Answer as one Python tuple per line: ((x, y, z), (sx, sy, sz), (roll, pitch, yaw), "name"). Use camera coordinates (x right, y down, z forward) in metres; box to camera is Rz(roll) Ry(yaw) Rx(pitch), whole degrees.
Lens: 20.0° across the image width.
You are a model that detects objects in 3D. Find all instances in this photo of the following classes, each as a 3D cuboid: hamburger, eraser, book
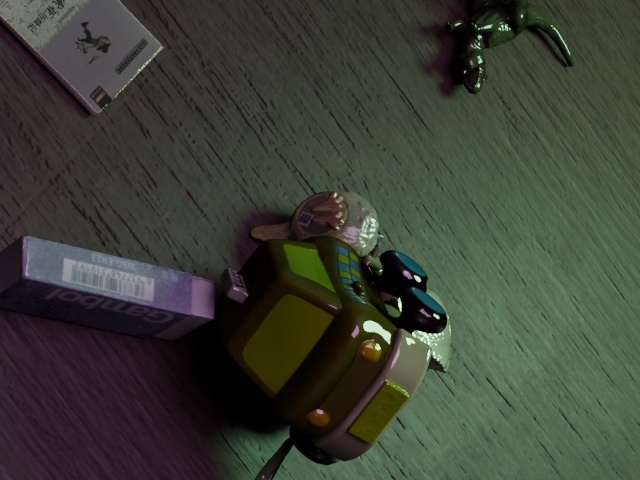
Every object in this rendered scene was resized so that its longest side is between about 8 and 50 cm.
((0.099, 0.089, 2.000), (0.121, 0.054, 0.084), (32, 53, -25), "hamburger")
((-0.213, 0.050, 1.763), (0.212, 0.092, 0.046), (15, 64, -31), "eraser")
((-0.261, -0.229, 1.888), (0.181, 0.014, 0.127), (46, 52, -12), "book")

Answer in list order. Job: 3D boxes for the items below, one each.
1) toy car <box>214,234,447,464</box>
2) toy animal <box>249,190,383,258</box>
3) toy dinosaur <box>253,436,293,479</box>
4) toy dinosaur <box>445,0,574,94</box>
((-0.014, 0.083, 1.803), (0.198, 0.204, 0.248), (32, 15, -21), "toy car")
((0.000, 0.000, 1.954), (0.098, 0.137, 0.098), (-11, 90, -78), "toy animal")
((-0.094, 0.404, 1.716), (0.447, 0.087, 0.301), (-41, 97, -32), "toy dinosaur")
((0.217, -0.236, 2.232), (0.187, 0.087, 0.179), (-49, 140, -22), "toy dinosaur")
